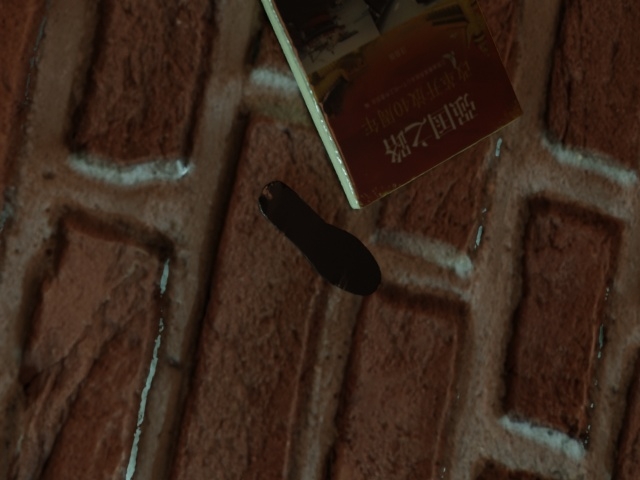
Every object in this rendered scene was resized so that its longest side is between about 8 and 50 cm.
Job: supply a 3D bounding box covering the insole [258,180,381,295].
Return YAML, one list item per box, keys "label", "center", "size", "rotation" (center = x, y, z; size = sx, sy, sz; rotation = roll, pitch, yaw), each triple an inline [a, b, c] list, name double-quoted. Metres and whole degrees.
- label: "insole"
  center: [0.000, 0.000, 2.240]
  size: [0.188, 0.004, 0.064]
  rotation: [42, 71, -22]

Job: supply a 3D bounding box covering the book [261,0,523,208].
- label: "book"
  center: [0.069, -0.259, 2.267]
  size: [0.262, 0.028, 0.374]
  rotation: [-31, 104, -27]
